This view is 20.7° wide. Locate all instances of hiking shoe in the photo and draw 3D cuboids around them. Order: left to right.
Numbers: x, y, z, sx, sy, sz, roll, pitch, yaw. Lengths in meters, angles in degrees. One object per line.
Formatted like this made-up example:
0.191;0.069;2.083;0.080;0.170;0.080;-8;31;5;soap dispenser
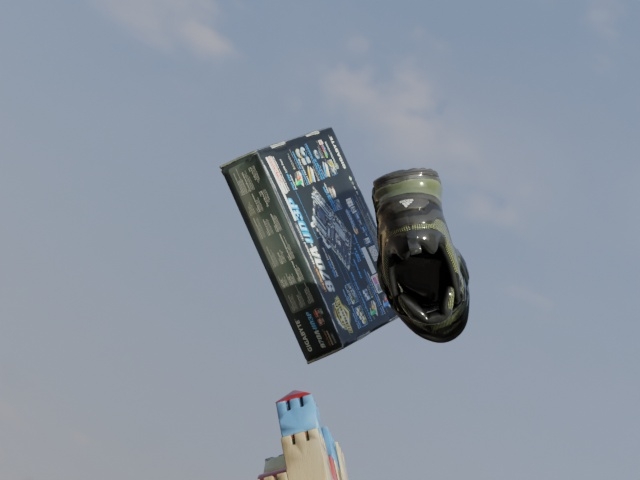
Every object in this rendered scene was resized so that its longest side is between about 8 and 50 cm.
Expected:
0.088;0.041;1.583;0.086;0.114;0.227;-9;-39;10;hiking shoe

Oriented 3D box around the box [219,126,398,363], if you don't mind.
0.000;0.000;1.810;0.051;0.175;0.220;-24;-90;29;box

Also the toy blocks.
-0.006;0.363;2.236;0.191;0.261;0.381;-15;-34;5;toy blocks
